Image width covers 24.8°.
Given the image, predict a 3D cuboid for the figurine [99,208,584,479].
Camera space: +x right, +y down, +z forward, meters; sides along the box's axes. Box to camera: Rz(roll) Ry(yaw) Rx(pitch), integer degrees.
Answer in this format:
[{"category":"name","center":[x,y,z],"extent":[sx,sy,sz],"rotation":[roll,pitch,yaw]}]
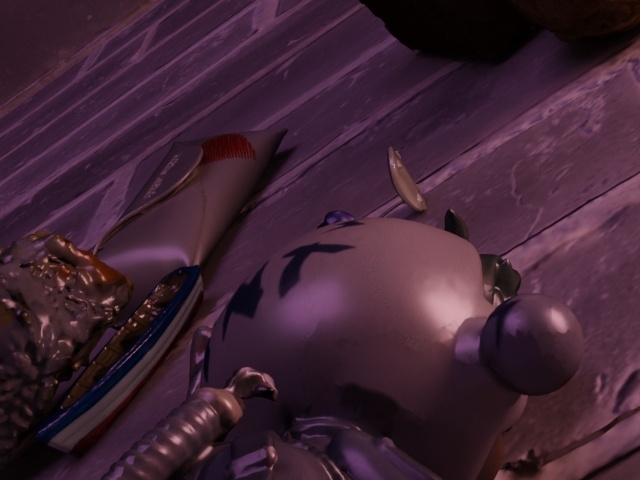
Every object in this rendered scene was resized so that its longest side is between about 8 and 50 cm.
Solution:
[{"category":"figurine","center":[0.014,0.114,0.718],"extent":[0.261,0.186,0.382],"rotation":[-23,18,24]}]

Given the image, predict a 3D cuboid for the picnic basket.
[{"category":"picnic basket","center":[0.155,-0.358,1.458],"extent":[0.321,0.254,0.291],"rotation":[-53,21,-2]}]

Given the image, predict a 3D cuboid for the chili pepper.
[{"category":"chili pepper","center":[-0.080,0.110,1.117],"extent":[0.050,0.041,0.153],"rotation":[-50,26,32]}]

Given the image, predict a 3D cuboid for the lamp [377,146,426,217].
[{"category":"lamp","center":[0.000,0.000,1.221],"extent":[0.198,0.056,0.050],"rotation":[-36,21,17]}]

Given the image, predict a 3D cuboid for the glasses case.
[{"category":"glasses case","center":[-0.137,-0.038,1.508],"extent":[0.128,0.083,0.308],"rotation":[-26,22,34]}]

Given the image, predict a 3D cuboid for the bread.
[{"category":"bread","center":[0.258,-0.255,1.233],"extent":[0.230,0.123,0.230],"rotation":[-33,13,9]}]

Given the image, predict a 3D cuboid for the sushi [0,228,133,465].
[{"category":"sushi","center":[-0.294,0.109,1.313],"extent":[0.274,0.139,0.184],"rotation":[-51,3,16]}]

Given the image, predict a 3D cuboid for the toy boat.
[{"category":"toy boat","center":[-0.172,0.107,1.288],"extent":[0.080,0.046,0.229],"rotation":[-19,27,43]}]
